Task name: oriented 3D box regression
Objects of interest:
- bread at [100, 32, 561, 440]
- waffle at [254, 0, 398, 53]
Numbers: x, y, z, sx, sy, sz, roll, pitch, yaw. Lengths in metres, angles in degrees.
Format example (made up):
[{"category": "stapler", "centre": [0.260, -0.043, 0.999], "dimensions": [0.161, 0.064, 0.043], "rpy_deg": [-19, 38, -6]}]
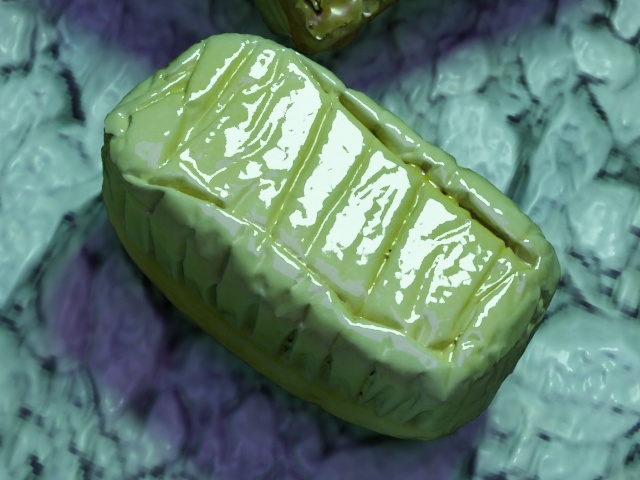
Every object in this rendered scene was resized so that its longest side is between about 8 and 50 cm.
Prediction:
[{"category": "bread", "centre": [0.000, 0.000, 0.889], "dimensions": [0.236, 0.106, 0.140], "rpy_deg": [36, 64, 6]}, {"category": "waffle", "centre": [0.059, -0.265, 0.960], "dimensions": [0.308, 0.091, 0.213], "rpy_deg": [-33, 106, -8]}]
